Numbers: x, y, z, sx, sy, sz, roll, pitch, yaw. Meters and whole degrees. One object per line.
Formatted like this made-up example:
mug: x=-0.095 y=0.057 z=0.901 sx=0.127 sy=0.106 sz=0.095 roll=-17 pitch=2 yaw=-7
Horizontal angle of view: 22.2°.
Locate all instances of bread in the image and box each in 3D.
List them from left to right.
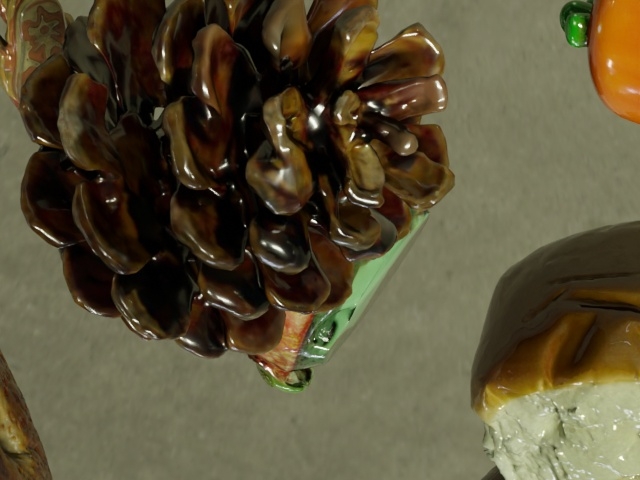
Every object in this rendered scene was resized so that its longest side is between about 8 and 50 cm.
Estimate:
bread: x=-0.210 y=0.127 z=0.970 sx=0.064 sy=0.193 sz=0.193 roll=-20 pitch=114 yaw=0
bread: x=0.291 y=0.113 z=1.601 sx=0.279 sy=0.250 sz=0.225 roll=-16 pitch=120 yaw=35

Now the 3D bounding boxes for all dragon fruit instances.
dragon fruit: x=0.000 y=0.000 z=1.436 sx=0.130 sy=0.295 sz=0.268 roll=33 pitch=123 yaw=8

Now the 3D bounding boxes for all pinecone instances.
pinecone: x=-0.055 y=-0.057 z=0.991 sx=0.309 sy=0.244 sz=0.244 roll=-23 pitch=115 yaw=36

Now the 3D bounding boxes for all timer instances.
timer: x=0.212 y=-0.131 z=1.036 sx=0.136 sy=0.099 sz=0.136 roll=24 pitch=136 yaw=25

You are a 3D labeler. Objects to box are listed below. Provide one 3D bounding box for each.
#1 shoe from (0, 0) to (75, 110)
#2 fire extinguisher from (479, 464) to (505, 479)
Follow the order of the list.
shoe: x=-0.218 y=-0.152 z=1.243 sx=0.072 sy=0.069 sz=0.109 roll=-30 pitch=142 yaw=-13
fire extinguisher: x=0.156 y=0.315 z=1.655 sx=0.104 sy=0.269 sz=0.105 roll=16 pitch=120 yaw=30
